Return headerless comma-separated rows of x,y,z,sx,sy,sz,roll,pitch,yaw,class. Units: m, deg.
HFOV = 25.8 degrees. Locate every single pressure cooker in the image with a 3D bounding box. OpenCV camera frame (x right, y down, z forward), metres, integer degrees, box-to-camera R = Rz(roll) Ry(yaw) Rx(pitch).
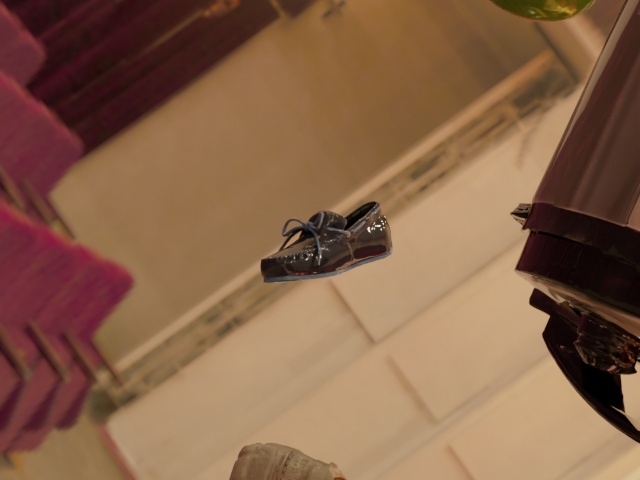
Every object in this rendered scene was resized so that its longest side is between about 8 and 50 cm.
0.359,-0.019,1.146,0.375,0.420,0.370,25,-2,9,pressure cooker

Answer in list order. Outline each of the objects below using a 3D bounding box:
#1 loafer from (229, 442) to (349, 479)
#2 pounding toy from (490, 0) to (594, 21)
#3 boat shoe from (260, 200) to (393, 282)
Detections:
0.012,0.292,1.332,0.111,0.112,0.319,3,-29,24,loafer
0.291,-0.368,1.667,0.183,0.237,0.110,67,-25,23,pounding toy
0.000,0.000,1.906,0.258,0.109,0.089,-20,104,-57,boat shoe
